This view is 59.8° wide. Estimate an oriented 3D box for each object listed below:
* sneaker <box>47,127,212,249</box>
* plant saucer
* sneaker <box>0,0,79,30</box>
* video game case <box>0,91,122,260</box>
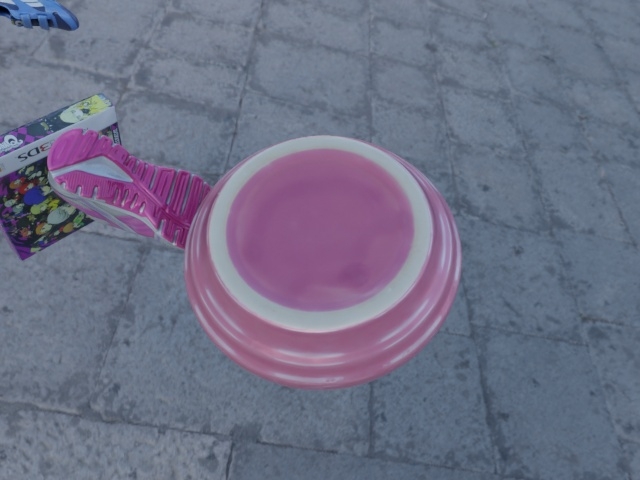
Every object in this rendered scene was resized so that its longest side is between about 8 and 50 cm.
[{"bbox_3d":[-0.247,-0.060,0.754,0.252,0.111,0.103,32,68,-32],"label":"sneaker"},{"bbox_3d":[0.000,0.000,0.649,0.332,0.084,0.332,-1,61,2],"label":"plant saucer"},{"bbox_3d":[-0.478,-0.375,0.924,0.144,0.053,0.059,17,71,-12],"label":"sneaker"},{"bbox_3d":[-0.402,-0.093,0.858,0.210,0.232,0.042,-36,70,-29],"label":"video game case"}]
